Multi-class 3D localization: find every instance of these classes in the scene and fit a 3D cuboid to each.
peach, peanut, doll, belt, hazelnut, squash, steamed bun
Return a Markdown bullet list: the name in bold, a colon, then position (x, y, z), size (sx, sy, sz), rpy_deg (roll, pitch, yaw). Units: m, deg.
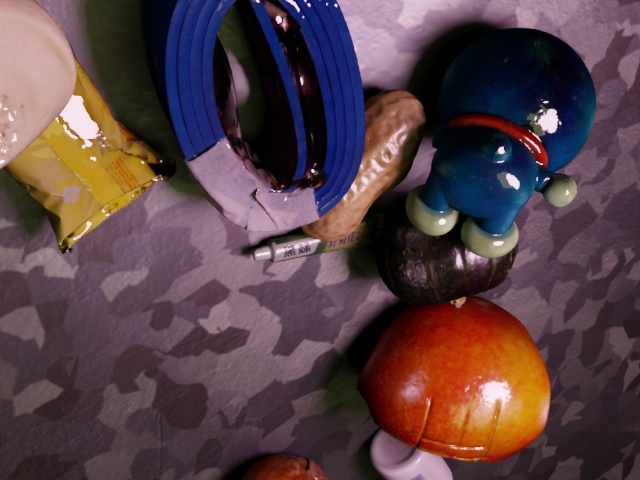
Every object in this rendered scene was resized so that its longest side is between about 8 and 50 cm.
- **peach**: position (0.193, 0.200, 1.203), size (0.275, 0.249, 0.245), rpy_deg (6, 79, -18)
- **peanut**: position (0.055, -0.092, 1.033), size (0.108, 0.095, 0.226), rpy_deg (32, 99, -37)
- **doll**: position (0.237, -0.142, 1.011), size (0.186, 0.199, 0.321), rpy_deg (103, 9, -56)
- **belt**: position (-0.069, -0.170, 0.875), size (0.213, 0.117, 0.346), rpy_deg (-22, 134, -10)
- **hazelnut**: position (-0.055, 0.419, 1.224), size (0.182, 0.182, 0.182), rpy_deg (-14, 122, -23)
- **squash**: position (0.173, 0.014, 1.105), size (0.193, 0.193, 0.155), rpy_deg (6, 85, -32)
- **steamed bun**: position (-0.346, -0.173, 0.681), size (0.200, 0.225, 0.170), rpy_deg (-43, 158, -18)

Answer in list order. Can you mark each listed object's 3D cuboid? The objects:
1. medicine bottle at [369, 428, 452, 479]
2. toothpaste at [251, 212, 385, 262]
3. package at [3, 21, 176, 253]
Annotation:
- **medicine bottle**: position (0.163, 0.395, 1.363), size (0.103, 0.103, 0.186), rpy_deg (-37, 129, -7)
- **toothpaste**: position (0.000, 0.000, 1.095), size (0.204, 0.031, 0.049), rpy_deg (-12, 124, -27)
- **package**: position (-0.271, -0.103, 0.846), size (0.168, 0.090, 0.226), rpy_deg (-39, 131, -9)
